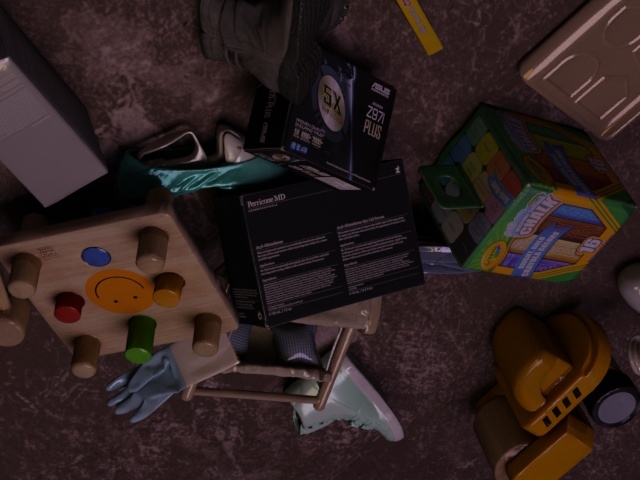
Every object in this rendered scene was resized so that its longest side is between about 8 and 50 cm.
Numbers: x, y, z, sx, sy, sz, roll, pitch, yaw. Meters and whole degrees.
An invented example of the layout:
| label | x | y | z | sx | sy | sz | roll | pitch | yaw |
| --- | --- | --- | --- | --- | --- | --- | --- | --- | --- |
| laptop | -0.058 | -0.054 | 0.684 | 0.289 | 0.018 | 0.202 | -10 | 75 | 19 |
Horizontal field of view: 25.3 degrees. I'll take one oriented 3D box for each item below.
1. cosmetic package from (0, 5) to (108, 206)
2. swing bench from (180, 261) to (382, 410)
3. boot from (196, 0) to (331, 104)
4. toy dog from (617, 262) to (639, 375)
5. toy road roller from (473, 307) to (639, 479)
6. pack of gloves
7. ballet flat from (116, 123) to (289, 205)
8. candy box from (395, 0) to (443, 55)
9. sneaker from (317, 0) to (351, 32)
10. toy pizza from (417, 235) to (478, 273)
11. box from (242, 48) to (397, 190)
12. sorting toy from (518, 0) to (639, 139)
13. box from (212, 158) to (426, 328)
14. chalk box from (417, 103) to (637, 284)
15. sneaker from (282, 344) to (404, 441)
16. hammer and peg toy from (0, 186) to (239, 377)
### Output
| label | x | y | z | sx | sy | sz | roll | pitch | yaw |
| --- | --- | --- | --- | --- | --- | --- | --- | --- | --- |
| cosmetic package | -0.360 | -0.163 | 1.698 | 0.107 | 0.127 | 0.238 | -27 | 139 | 3 |
| swing bench | -0.067 | 0.108 | 2.123 | 0.253 | 0.165 | 0.255 | 8 | 131 | -33 |
| boot | -0.077 | -0.270 | 1.684 | 0.083 | 0.161 | 0.246 | -56 | 167 | -33 |
| toy dog | 0.667 | 0.149 | 2.538 | 0.161 | 0.220 | 0.333 | -19 | 157 | 29 |
| toy road roller | 0.373 | 0.262 | 2.508 | 0.240 | 0.202 | 0.329 | 31 | 112 | -32 |
| pack of gloves | -0.234 | 0.138 | 2.044 | 0.232 | 0.195 | 0.046 | -31 | 167 | 22 |
| ballet flat | -0.152 | -0.109 | 1.905 | 0.247 | 0.083 | 0.087 | -11 | 124 | -19 |
| candy box | 0.090 | -0.326 | 1.759 | 0.027 | 0.105 | 0.206 | -27 | 141 | 9 |
| sneaker | -0.027 | -0.368 | 1.671 | 0.130 | 0.109 | 0.286 | -8 | 132 | -5 |
| toy pizza | 0.174 | 0.020 | 2.190 | 0.201 | 0.032 | 0.201 | 2 | 169 | 0 |
| box | 0.002 | -0.159 | 1.862 | 0.180 | 0.147 | 0.077 | 22 | 166 | -42 |
| sorting toy | 0.455 | -0.295 | 2.041 | 0.307 | 0.041 | 0.229 | -42 | 134 | 20 |
| box | 0.000 | 0.000 | 1.981 | 0.261 | 0.103 | 0.184 | -14 | 99 | -28 |
| chalk box | 0.278 | -0.069 | 2.087 | 0.288 | 0.180 | 0.179 | 10 | 130 | -36 |
| sneaker | 0.035 | 0.291 | 2.436 | 0.151 | 0.094 | 0.256 | -35 | 130 | 5 |
| hammer and peg toy | -0.319 | 0.066 | 1.898 | 0.361 | 0.127 | 0.266 | -10 | 137 | 15 |
